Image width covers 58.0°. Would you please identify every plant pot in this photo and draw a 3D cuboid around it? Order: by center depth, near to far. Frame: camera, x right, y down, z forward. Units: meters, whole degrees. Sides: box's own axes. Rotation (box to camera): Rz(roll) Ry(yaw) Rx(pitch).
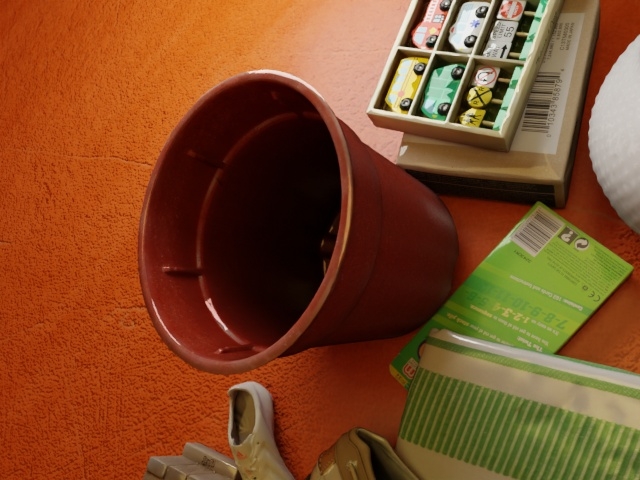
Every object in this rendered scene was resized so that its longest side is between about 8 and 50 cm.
[{"bbox_3d":[0.000,0.000,0.612,0.272,0.265,0.272,-9,75,38],"label":"plant pot"}]

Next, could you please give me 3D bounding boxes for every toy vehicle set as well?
[{"bbox_3d":[0.177,-0.240,0.666,0.166,0.035,0.267,17,79,29],"label":"toy vehicle set"}]

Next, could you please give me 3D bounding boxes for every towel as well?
[{"bbox_3d":[0.184,0.267,0.567,0.248,0.038,0.325,10,87,28],"label":"towel"}]

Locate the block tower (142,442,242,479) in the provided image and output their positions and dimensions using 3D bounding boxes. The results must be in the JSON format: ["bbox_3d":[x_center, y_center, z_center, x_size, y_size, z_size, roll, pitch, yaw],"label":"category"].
[{"bbox_3d":[-0.199,0.419,0.683,0.091,0.097,0.335,15,78,27],"label":"block tower"}]

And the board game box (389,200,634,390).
[{"bbox_3d":[0.203,0.091,0.641,0.259,0.039,0.124,-47,61,2],"label":"board game box"}]

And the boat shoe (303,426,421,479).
[{"bbox_3d":[0.102,0.301,0.520,0.302,0.113,0.103,38,106,28],"label":"boat shoe"}]

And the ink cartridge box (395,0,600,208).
[{"bbox_3d":[0.214,-0.170,0.696,0.193,0.088,0.235,9,77,26],"label":"ink cartridge box"}]

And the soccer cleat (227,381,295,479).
[{"bbox_3d":[-0.073,0.265,0.686,0.068,0.076,0.196,-25,64,15],"label":"soccer cleat"}]

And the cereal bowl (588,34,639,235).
[{"bbox_3d":[0.383,-0.151,0.482,0.339,0.141,0.339,-37,23,19],"label":"cereal bowl"}]
